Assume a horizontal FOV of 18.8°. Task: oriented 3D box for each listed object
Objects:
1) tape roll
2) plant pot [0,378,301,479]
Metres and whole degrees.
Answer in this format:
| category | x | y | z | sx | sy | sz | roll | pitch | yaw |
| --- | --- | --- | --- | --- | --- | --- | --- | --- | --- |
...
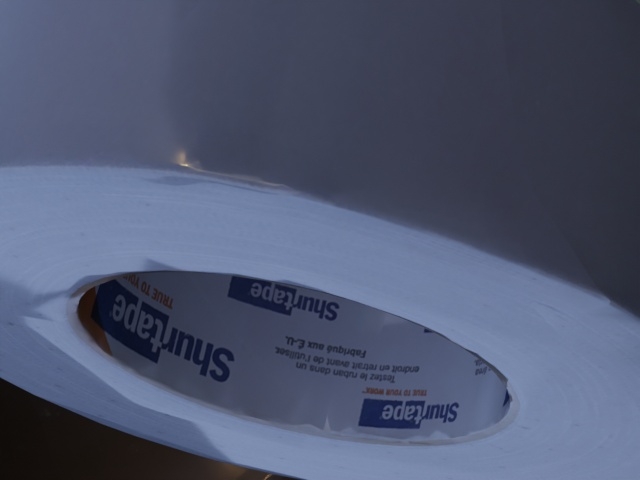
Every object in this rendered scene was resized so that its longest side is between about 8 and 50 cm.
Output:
| category | x | y | z | sx | sy | sz | roll | pitch | yaw |
| --- | --- | --- | --- | --- | --- | --- | --- | --- | --- |
| tape roll | 0.000 | 0.000 | 0.494 | 0.219 | 0.219 | 0.072 | 53 | -135 | -59 |
| plant pot | -0.085 | 0.009 | 0.643 | 0.110 | 0.237 | 0.237 | 42 | 165 | 51 |
